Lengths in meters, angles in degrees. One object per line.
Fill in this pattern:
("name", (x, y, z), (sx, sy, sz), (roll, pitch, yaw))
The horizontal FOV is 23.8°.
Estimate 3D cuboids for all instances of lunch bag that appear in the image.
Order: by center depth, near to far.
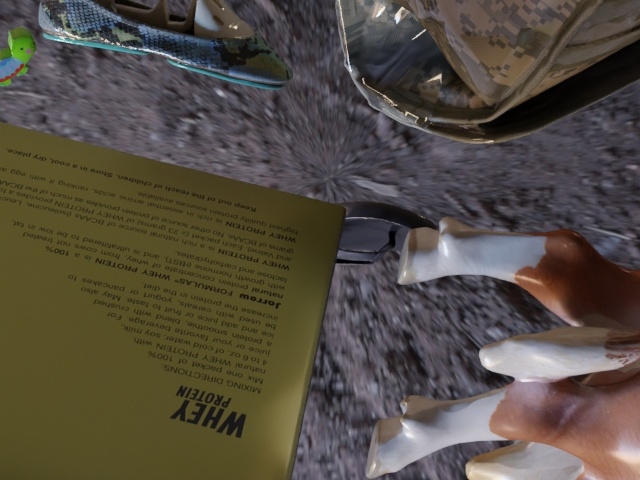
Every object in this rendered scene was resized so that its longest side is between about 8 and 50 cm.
("lunch bag", (0.149, -0.173, 0.812), (0.235, 0.287, 0.169), (-29, 80, -19))

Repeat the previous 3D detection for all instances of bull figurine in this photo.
("bull figurine", (0.095, 0.129, 0.621), (0.188, 0.101, 0.310), (12, 122, -6))

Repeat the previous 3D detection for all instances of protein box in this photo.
("protein box", (-0.109, 0.073, 0.669), (0.200, 0.201, 0.136), (14, 131, -2))

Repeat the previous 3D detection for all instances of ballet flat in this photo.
("ballet flat", (-0.107, -0.157, 1.087), (0.188, 0.070, 0.070), (11, 92, -5))

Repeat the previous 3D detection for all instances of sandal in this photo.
("sandal", (0.000, 0.000, 1.568), (0.254, 0.097, 0.054), (1, 70, 21))

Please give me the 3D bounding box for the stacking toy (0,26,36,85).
("stacking toy", (-0.346, -0.156, 1.293), (0.221, 0.167, 0.052), (-32, 132, 6))
